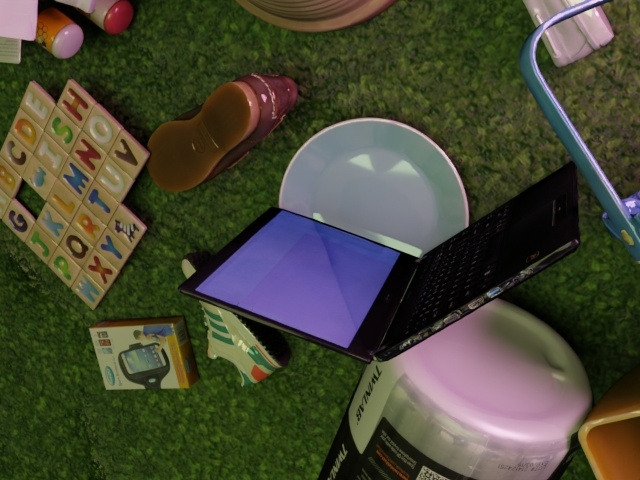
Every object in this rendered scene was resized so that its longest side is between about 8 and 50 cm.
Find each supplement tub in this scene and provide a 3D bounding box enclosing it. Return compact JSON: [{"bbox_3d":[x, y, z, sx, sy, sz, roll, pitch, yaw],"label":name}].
[{"bbox_3d":[0.102,0.217,0.804,0.193,0.193,0.316,28,124,13],"label":"supplement tub"}]

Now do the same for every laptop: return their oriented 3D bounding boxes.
[{"bbox_3d":[0.061,-0.014,0.709,0.264,0.234,0.137,-34,97,23],"label":"laptop"}]

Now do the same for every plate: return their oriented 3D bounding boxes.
[{"bbox_3d":[0.051,-0.028,0.847,0.188,0.024,0.188,4,108,14],"label":"plate"}]

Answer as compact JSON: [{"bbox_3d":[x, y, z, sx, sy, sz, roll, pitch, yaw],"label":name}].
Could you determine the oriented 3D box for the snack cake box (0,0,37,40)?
[{"bbox_3d":[-0.371,-0.294,0.845,0.264,0.089,0.152,24,109,41],"label":"snack cake box"}]

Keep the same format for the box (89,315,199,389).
[{"bbox_3d":[-0.214,0.133,1.018,0.136,0.028,0.081,-7,104,23],"label":"box"}]

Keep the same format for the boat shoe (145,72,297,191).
[{"bbox_3d":[-0.100,-0.105,0.865,0.207,0.073,0.073,-20,96,48],"label":"boat shoe"}]

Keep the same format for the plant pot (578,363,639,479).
[{"bbox_3d":[0.357,0.173,0.699,0.212,0.187,0.212,-22,97,28],"label":"plant pot"}]

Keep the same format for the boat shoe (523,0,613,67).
[{"bbox_3d":[0.170,-0.228,0.724,0.063,0.066,0.184,-34,101,27],"label":"boat shoe"}]

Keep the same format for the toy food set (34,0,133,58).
[{"bbox_3d":[-0.191,-0.264,0.829,0.104,0.111,0.232,37,123,11],"label":"toy food set"}]

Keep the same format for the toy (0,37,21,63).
[{"bbox_3d":[-0.320,-0.305,0.898,0.136,0.056,0.237,14,104,42],"label":"toy"}]

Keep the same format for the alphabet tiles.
[{"bbox_3d":[-0.280,-0.057,0.974,0.198,0.009,0.237,44,127,5],"label":"alphabet tiles"}]

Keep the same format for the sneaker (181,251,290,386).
[{"bbox_3d":[-0.109,0.090,0.942,0.075,0.057,0.161,-40,92,22],"label":"sneaker"}]

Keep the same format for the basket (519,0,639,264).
[{"bbox_3d":[0.305,-0.069,0.610,0.254,0.201,0.289,-26,94,-3],"label":"basket"}]

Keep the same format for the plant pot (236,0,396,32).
[{"bbox_3d":[-0.021,-0.298,0.751,0.237,0.110,0.238,7,109,20],"label":"plant pot"}]

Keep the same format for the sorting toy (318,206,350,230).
[{"bbox_3d":[0.000,0.000,0.892,0.062,0.012,0.083,12,111,19],"label":"sorting toy"}]
